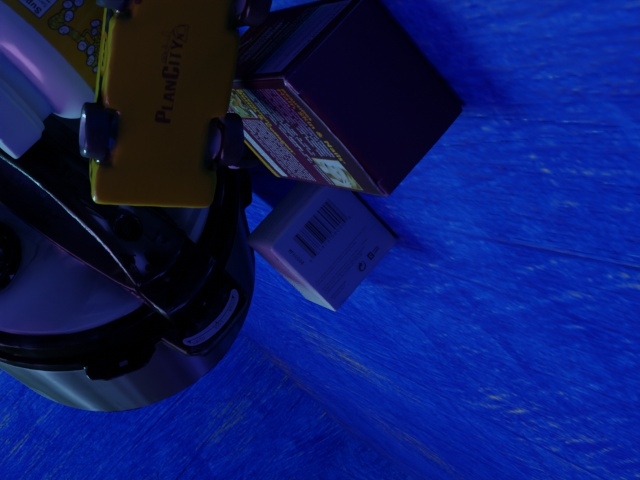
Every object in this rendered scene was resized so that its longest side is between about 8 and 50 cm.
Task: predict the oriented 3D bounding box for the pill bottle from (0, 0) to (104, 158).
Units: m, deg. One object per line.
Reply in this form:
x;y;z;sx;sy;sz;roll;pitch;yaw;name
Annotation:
-0.176;-0.163;0.687;0.117;0.208;0.117;39;168;10;pill bottle

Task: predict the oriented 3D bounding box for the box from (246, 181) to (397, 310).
0.000;0.000;0.989;0.102;0.101;0.087;46;168;-21;box

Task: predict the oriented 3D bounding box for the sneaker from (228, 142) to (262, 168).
-0.146;-0.170;0.852;0.271;0.100;0.108;49;172;-34;sneaker

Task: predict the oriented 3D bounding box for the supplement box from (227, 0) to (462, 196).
-0.002;-0.100;0.674;0.104;0.081;0.188;47;168;-23;supplement box

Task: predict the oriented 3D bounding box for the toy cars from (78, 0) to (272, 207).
-0.148;-0.191;0.551;0.394;0.176;0.087;57;178;-35;toy cars

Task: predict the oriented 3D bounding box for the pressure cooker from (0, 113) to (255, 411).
-0.259;-0.009;1.086;0.420;0.369;0.376;86;179;-70;pressure cooker
